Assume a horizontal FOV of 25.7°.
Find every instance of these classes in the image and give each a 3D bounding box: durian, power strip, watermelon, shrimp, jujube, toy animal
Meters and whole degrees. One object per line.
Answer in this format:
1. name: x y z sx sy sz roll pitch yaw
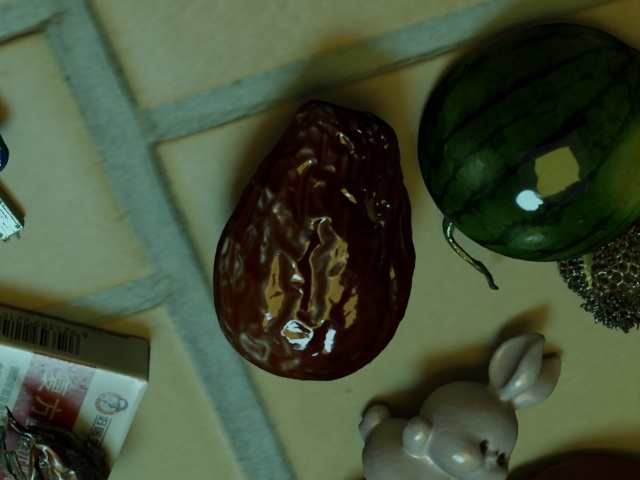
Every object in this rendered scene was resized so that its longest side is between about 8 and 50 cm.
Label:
1. durian: 0.272 0.040 1.260 0.110 0.071 0.140 -13 129 2
2. power strip: -0.277 -0.031 1.176 0.027 0.017 0.083 -26 122 12
3. watermelon: 0.184 -0.061 1.146 0.232 0.127 0.204 -34 116 17
4. shrimp: -0.231 0.212 1.244 0.073 0.075 0.190 -11 133 24
5. jujube: 0.000 0.000 1.160 0.168 0.168 0.236 8 107 -12
6. toy animal: 0.140 0.178 1.308 0.212 0.124 0.124 -35 121 20

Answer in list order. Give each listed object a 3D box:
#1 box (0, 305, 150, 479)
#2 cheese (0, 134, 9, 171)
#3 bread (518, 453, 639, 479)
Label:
1. box: -0.315 0.218 1.313 0.214 0.069 0.353 16 122 -17
2. cheese: -0.404 -0.011 1.112 0.329 0.129 0.217 -36 118 3
3. bread: 0.294 0.364 1.451 0.295 0.114 0.327 -39 118 18
